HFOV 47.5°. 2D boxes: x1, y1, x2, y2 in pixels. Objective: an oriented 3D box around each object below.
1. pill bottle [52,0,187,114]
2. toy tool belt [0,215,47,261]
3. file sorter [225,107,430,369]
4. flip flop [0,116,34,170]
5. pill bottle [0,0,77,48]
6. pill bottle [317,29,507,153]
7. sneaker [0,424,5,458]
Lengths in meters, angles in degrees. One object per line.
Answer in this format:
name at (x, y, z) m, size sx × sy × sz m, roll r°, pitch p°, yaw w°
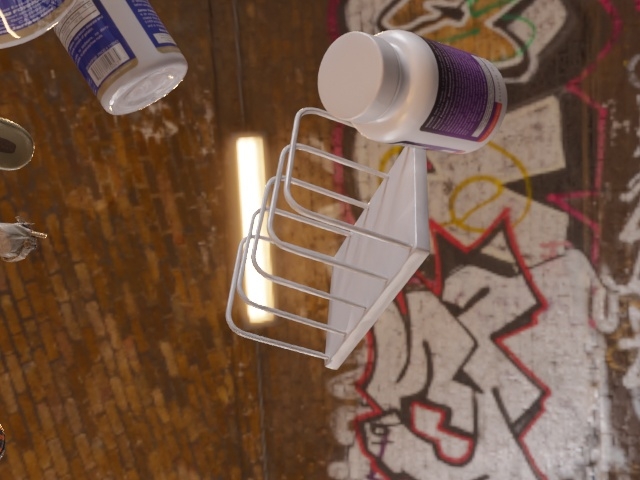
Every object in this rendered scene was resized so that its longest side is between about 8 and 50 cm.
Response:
pill bottle at (-0.249, -0.252, 0.846) m, size 0.186 × 0.112 × 0.112 m, roll 58°, pitch -160°, yaw 2°
toy tool belt at (-0.356, -0.002, 0.851) m, size 0.051 × 0.083 × 0.052 m, roll -12°, pitch -81°, yaw -38°
file sorter at (0.000, 0.000, 0.938) m, size 0.277 × 0.173 × 0.192 m, roll 120°, pitch 162°, yaw -46°
flip flop at (-0.592, -0.167, 1.167) m, size 0.277 × 0.080 × 0.112 m, roll 15°, pitch -73°, yaw -44°
pill bottle at (-0.208, -0.219, 0.379) m, size 0.265 × 0.153 × 0.153 m, roll 144°, pitch 129°, yaw -75°
pill bottle at (0.092, -0.147, 0.723) m, size 0.194 × 0.108 × 0.108 m, roll 1°, pitch -92°, yaw -46°
sneaker at (-0.484, 0.224, 0.782) m, size 0.321 × 0.124 × 0.180 m, roll -8°, pitch -40°, yaw -49°
